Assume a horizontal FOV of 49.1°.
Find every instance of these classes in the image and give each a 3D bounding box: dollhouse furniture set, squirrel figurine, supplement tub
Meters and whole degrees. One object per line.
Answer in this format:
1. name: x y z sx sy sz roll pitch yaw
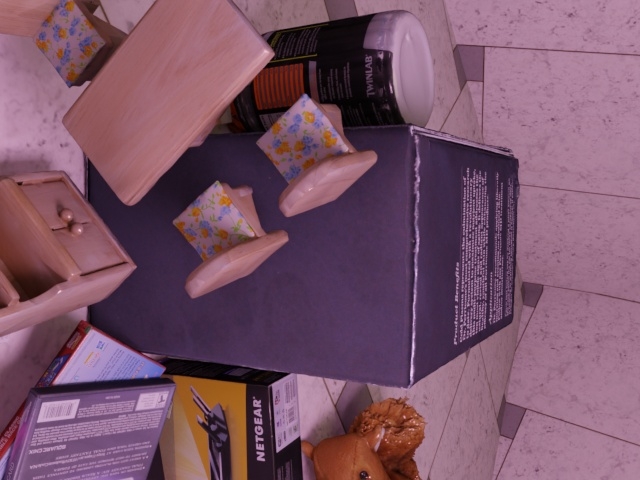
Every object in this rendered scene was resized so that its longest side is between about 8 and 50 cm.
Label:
1. dollhouse furniture set: -0.226 -0.087 0.677 0.362 0.394 0.256 51 24 6
2. squirrel figurine: 0.103 0.524 1.527 0.370 0.281 0.397 61 25 -26
3. supplement tub: 0.007 -0.266 1.197 0.207 0.338 0.207 -1 91 -62

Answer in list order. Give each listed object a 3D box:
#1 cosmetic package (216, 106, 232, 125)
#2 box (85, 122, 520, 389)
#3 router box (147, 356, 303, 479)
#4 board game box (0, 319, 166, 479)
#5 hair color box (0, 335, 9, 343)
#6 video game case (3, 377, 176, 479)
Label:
1. cosmetic package: -0.195 -0.212 1.135 0.115 0.041 0.060 -32 118 -58
2. box: 0.000 0.000 1.036 0.471 0.479 0.298 -2 94 -61
3. router box: -0.146 0.335 1.017 0.081 0.242 0.309 -14 101 -61
4. board game box: -0.313 0.244 0.833 0.281 0.027 0.145 -57 141 -12
5. hair color box: -0.411 0.073 0.726 0.167 0.053 0.093 -6 94 -63
6. video game case: -0.292 0.300 0.846 0.196 0.026 0.274 9 103 -53
